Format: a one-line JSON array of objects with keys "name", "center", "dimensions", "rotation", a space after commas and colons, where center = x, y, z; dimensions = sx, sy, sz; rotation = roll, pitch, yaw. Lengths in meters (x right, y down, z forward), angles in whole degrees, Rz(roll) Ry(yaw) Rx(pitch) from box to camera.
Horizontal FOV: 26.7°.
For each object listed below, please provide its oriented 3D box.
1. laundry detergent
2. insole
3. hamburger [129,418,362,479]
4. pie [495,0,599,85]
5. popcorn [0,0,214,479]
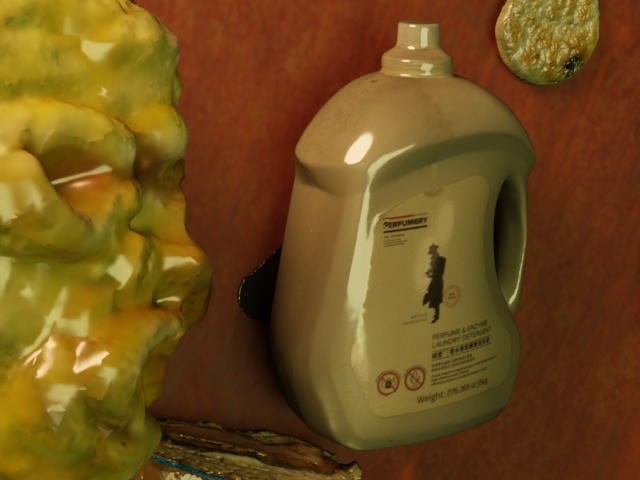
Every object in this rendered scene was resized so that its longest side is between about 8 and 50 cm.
[{"name": "laundry detergent", "center": [0.057, -0.007, 0.830], "dimensions": [0.181, 0.091, 0.253], "rotation": [-6, 106, -30]}, {"name": "insole", "center": [0.000, 0.000, 0.856], "dimensions": [0.135, 0.002, 0.045], "rotation": [-45, 118, -13]}, {"name": "hamburger", "center": [-0.060, 0.170, 0.814], "dimensions": [0.176, 0.087, 0.102], "rotation": [12, 94, -33]}, {"name": "pie", "center": [0.152, -0.143, 0.898], "dimensions": [0.085, 0.017, 0.085], "rotation": [-8, 106, -27]}, {"name": "popcorn", "center": [-0.155, -0.027, 0.660], "dimensions": [0.286, 0.174, 0.225], "rotation": [53, 58, -18]}]
